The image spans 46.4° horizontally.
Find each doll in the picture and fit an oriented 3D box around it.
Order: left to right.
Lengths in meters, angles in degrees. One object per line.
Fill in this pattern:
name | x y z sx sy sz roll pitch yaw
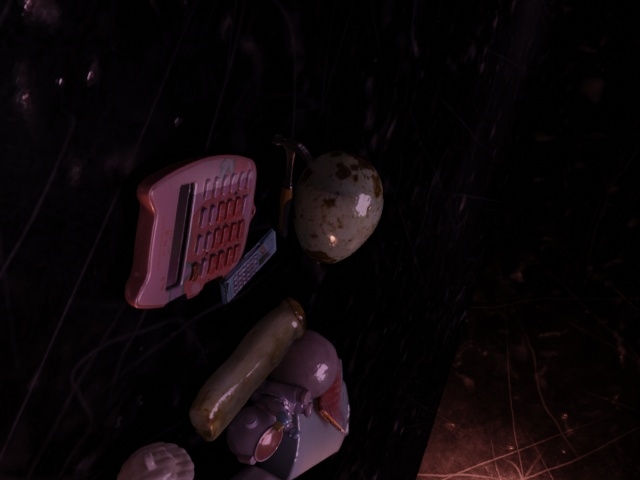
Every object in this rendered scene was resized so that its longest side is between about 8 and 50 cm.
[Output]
doll | -0.246 0.421 1.182 0.138 0.119 0.293 -112 -165 -47
doll | -0.081 0.308 1.465 0.287 0.151 0.151 -52 151 -28

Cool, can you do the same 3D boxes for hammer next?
hammer | -0.056 -0.088 1.317 0.021 0.078 0.200 -43 150 -46

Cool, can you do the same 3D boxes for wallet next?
wallet | 0.021 0.326 1.685 0.103 0.020 0.196 49 26 -37

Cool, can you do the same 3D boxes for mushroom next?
mushroom | -0.127 0.222 1.364 0.312 0.081 0.099 -48 144 -38

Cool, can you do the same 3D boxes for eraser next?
eraser | -0.030 0.416 1.682 0.290 0.104 0.189 4 95 -67

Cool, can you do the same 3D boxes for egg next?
egg | 0.028 -0.058 1.397 0.169 0.169 0.231 -37 148 -55

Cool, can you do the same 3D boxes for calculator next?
calculator | -0.180 -0.021 1.106 0.330 0.048 0.220 -22 125 -65
calculator | -0.124 0.042 1.315 0.172 0.018 0.057 -49 150 -46

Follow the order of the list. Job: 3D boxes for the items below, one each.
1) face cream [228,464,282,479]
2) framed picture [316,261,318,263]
face cream | -0.148 0.622 1.405 0.356 0.220 0.312 -61 144 -16
framed picture | 0.000 0.000 1.582 0.066 0.007 0.089 -59 154 -28
